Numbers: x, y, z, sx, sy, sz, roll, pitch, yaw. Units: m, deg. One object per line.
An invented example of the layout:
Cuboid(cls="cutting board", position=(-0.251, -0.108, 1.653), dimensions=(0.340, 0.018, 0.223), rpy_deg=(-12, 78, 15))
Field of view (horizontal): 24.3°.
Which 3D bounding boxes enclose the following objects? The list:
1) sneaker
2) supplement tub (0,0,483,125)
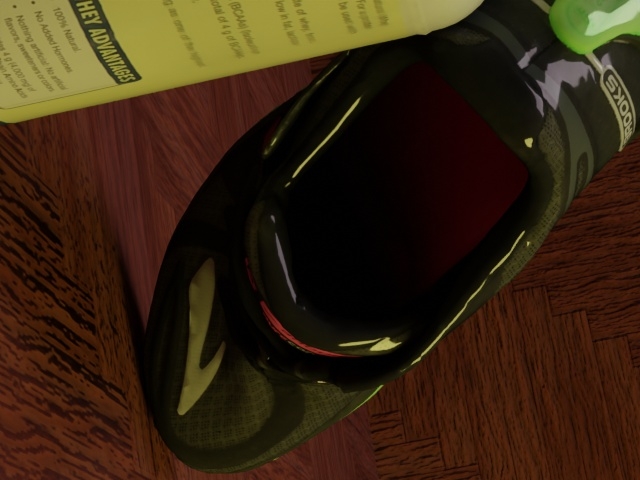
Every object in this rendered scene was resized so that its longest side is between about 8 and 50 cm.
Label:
Cuboid(cls="sneaker", position=(0.000, 0.000, 0.847), dimensions=(0.185, 0.483, 0.202), rpy_deg=(44, 44, 6))
Cuboid(cls="supplement tub", position=(-0.053, -0.188, 0.642), dimensions=(0.235, 0.325, 0.235), rpy_deg=(-11, 90, -83))
